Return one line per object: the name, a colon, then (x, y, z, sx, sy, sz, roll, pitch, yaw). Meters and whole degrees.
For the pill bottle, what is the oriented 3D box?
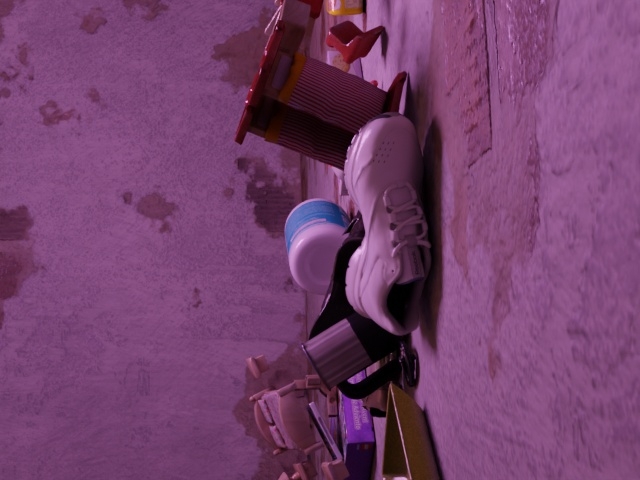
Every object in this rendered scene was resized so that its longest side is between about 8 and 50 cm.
pill bottle: (0.000, 0.000, 1.955, 0.264, 0.146, 0.146, -104, 13, -68)

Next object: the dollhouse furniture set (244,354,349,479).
dollhouse furniture set: (-0.093, 0.404, 1.815, 0.355, 0.174, 0.303, 65, 161, 4)

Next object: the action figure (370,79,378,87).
action figure: (0.089, -0.210, 1.553, 0.038, 0.030, 0.115, -91, 3, -70)

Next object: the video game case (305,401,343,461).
video game case: (0.007, 0.375, 1.822, 0.122, 0.011, 0.087, 62, 168, 10)

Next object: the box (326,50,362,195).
box: (0.054, -0.224, 1.729, 0.063, 0.067, 0.324, 94, 173, -52)

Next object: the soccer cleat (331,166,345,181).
soccer cleat: (0.081, -0.145, 1.518, 0.068, 0.076, 0.196, -51, 2, -28)

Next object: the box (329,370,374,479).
box: (0.061, 0.404, 1.893, 0.293, 0.057, 0.201, 94, 172, -46)

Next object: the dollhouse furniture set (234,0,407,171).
dollhouse furniture set: (0.015, -0.278, 1.391, 0.152, 0.201, 0.374, 119, 166, -47)

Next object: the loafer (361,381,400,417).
loafer: (0.093, 0.258, 1.481, 0.148, 0.056, 0.050, 102, 171, -71)

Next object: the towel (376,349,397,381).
towel: (0.104, 0.155, 1.493, 0.110, 0.027, 0.148, 102, 165, -71)

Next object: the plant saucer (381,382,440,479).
plant saucer: (0.121, 0.318, 1.239, 0.188, 0.045, 0.188, -99, 8, -56)

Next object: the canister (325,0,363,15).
canister: (0.043, -0.509, 1.722, 0.126, 0.073, 0.170, -104, 12, -69)

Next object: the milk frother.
milk frother: (0.062, 0.173, 1.352, 0.129, 0.135, 0.143, 58, 180, -3)

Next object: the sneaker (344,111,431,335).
sneaker: (0.101, -0.016, 1.188, 0.129, 0.111, 0.297, -135, 37, -59)

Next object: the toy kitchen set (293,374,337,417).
toy kitchen set: (-0.009, 0.308, 1.839, 0.068, 0.083, 0.075, 101, 167, -70)

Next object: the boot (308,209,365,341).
boot: (0.056, 0.068, 1.531, 0.229, 0.091, 0.263, -68, -6, -71)
